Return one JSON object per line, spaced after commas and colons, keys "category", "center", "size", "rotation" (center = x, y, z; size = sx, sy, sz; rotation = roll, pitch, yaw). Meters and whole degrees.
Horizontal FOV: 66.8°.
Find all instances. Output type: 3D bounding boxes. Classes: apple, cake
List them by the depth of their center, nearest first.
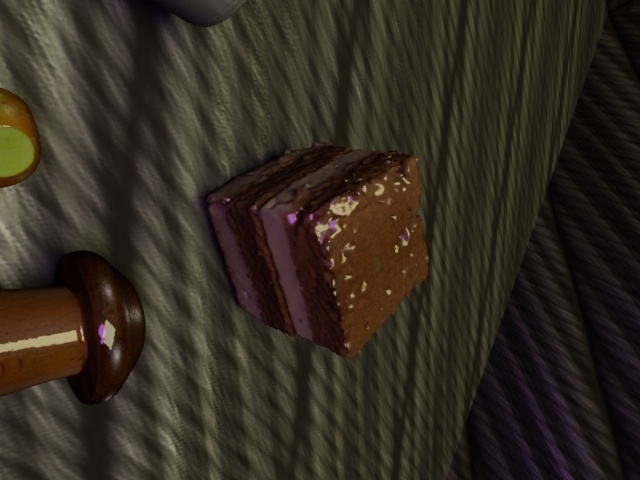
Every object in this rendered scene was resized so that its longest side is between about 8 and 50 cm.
{"category": "apple", "center": [-0.376, -0.116, 0.542], "size": [0.102, 0.099, 0.114], "rotation": [-18, 135, -43]}
{"category": "cake", "center": [0.000, 0.000, 0.831], "size": [0.255, 0.290, 0.282], "rotation": [-34, 123, -36]}

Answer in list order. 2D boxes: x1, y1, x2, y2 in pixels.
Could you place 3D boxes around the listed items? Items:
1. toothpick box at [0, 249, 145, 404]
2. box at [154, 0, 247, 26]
{"category": "toothpick box", "center": [-0.357, 0.113, 0.552], "size": [0.294, 0.192, 0.192], "rotation": [-5, 102, -40]}
{"category": "box", "center": [-0.168, -0.411, 0.612], "size": [0.149, 0.226, 0.226], "rotation": [18, 84, -48]}
